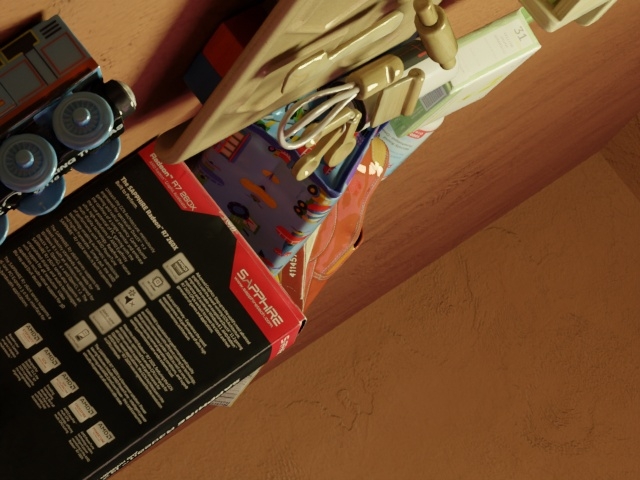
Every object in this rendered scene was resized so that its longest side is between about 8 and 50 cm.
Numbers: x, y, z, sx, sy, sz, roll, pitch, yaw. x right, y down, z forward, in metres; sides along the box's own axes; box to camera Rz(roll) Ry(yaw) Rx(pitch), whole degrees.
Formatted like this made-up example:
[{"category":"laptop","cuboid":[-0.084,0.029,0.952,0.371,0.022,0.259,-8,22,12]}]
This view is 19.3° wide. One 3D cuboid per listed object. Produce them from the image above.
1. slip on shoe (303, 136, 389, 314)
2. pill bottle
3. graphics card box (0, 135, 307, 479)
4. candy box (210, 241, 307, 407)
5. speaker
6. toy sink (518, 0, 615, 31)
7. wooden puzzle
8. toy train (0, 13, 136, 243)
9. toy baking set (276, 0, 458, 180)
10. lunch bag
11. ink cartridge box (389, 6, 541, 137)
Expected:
[{"category":"slip on shoe","cuboid":[0.000,0.000,2.254,0.101,0.123,0.331,5,129,-19]},{"category":"pill bottle","cuboid":[0.070,-0.126,2.266,0.160,0.087,0.087,-45,169,35]},{"category":"graphics card box","cuboid":[-0.229,0.101,1.752,0.371,0.233,0.094,-36,172,-16]},{"category":"candy box","cuboid":[-0.099,0.059,2.222,0.087,0.183,0.316,10,154,-14]},{"category":"speaker","cuboid":[0.072,-0.155,1.827,0.136,0.055,0.055,-30,169,-34]},{"category":"toy sink","cuboid":[0.234,-0.302,1.788,0.131,0.153,0.234,-31,170,-37]},{"category":"wooden puzzle","cuboid":[0.025,-0.220,1.641,0.322,0.080,0.348,-31,174,-38]},{"category":"toy train","cuboid":[-0.220,-0.070,1.307,0.184,0.105,0.080,-36,167,-11]},{"category":"toy baking set","cuboid":[0.044,-0.134,1.673,0.197,0.030,0.256,-43,162,-5]},{"category":"lunch bag","cuboid":[-0.001,-0.125,1.948,0.293,0.138,0.221,-51,180,-35]},{"category":"ink cartridge box","cuboid":[0.191,-0.201,2.007,0.235,0.056,0.171,-27,176,-21]}]
